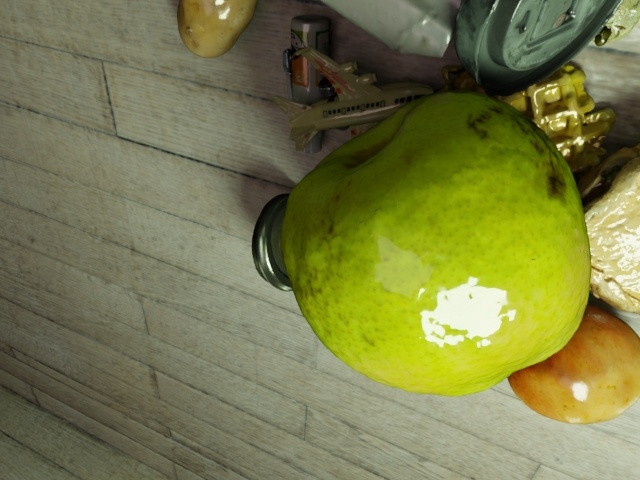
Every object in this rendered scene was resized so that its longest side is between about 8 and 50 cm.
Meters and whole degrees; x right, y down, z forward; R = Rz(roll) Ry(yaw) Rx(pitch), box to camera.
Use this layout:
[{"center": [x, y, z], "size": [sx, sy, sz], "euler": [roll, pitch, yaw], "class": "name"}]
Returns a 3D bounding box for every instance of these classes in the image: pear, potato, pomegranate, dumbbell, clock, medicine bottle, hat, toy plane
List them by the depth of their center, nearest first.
[{"center": [0.240, -0.258, 0.496], "size": [0.049, 0.226, 0.226], "euler": [57, 138, 28], "class": "clock"}, {"center": [0.351, -0.281, 0.581], "size": [0.076, 0.059, 0.077], "euler": [25, 125, 7], "class": "hat"}, {"center": [0.148, 0.020, 0.618], "size": [0.391, 0.391, 0.391], "euler": [15, 127, 20], "class": "pear"}, {"center": [0.053, -0.209, 0.748], "size": [0.244, 0.092, 0.229], "euler": [-12, 134, 16], "class": "toy plane"}, {"center": [-0.173, -0.378, 0.776], "size": [0.118, 0.109, 0.178], "euler": [28, 140, -20], "class": "potato"}, {"center": [0.409, 0.197, 0.777], "size": [0.209, 0.209, 0.209], "euler": [15, 127, 20], "class": "pomegranate"}, {"center": [-0.027, -0.261, 0.811], "size": [0.092, 0.061, 0.220], "euler": [33, 136, 39], "class": "medicine bottle"}, {"center": [0.000, 0.000, 0.879], "size": [0.290, 0.192, 0.192], "euler": [-5, 118, 33], "class": "dumbbell"}]

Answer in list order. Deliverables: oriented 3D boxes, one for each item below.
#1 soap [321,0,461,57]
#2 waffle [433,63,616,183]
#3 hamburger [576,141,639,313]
[{"center": [0.053, -0.467, 0.519], "size": [0.435, 0.213, 0.350], "euler": [34, 134, 5], "class": "soap"}, {"center": [0.264, -0.134, 0.727], "size": [0.329, 0.062, 0.329], "euler": [15, 128, 21], "class": "waffle"}, {"center": [0.457, -0.021, 0.626], "size": [0.286, 0.146, 0.243], "euler": [-9, 121, 21], "class": "hamburger"}]
